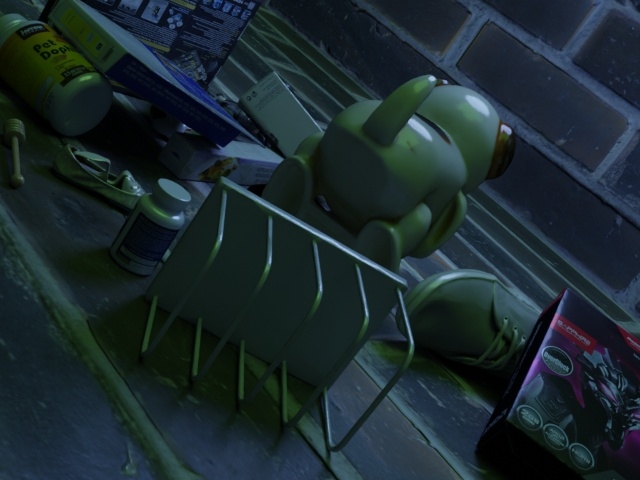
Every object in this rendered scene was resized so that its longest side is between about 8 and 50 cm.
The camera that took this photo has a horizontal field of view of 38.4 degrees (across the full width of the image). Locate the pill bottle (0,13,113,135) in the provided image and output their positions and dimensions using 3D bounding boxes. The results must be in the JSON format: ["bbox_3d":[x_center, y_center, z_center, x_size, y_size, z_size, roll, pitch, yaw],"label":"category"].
[{"bbox_3d":[-0.441,-0.272,1.475,0.215,0.117,0.117,41,19,20],"label":"pill bottle"}]

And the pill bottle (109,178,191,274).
[{"bbox_3d":[-0.221,-0.019,1.208,0.067,0.120,0.067,31,18,-12],"label":"pill bottle"}]

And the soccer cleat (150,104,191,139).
[{"bbox_3d":[-0.295,-0.256,1.787,0.076,0.068,0.196,23,24,-24],"label":"soccer cleat"}]

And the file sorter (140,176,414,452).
[{"bbox_3d":[-0.053,0.096,1.103,0.278,0.193,0.173,30,21,-16],"label":"file sorter"}]

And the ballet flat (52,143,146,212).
[{"bbox_3d":[-0.307,-0.087,1.343,0.168,0.052,0.057,26,19,-26],"label":"ballet flat"}]

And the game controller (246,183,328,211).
[{"bbox_3d":[0.000,0.000,1.645,0.319,0.067,0.166,44,20,29],"label":"game controller"}]

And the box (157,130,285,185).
[{"bbox_3d":[-0.172,-0.148,1.724,0.067,0.063,0.324,43,20,21],"label":"box"}]

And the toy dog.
[{"bbox_3d":[0.144,-0.143,1.566,0.284,0.395,0.408,31,38,27],"label":"toy dog"}]

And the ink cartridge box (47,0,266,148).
[{"bbox_3d":[-0.277,-0.269,1.572,0.307,0.072,0.303,47,10,37],"label":"ink cartridge box"}]

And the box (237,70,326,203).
[{"bbox_3d":[-0.048,-0.208,1.890,0.275,0.094,0.113,51,-4,-5],"label":"box"}]

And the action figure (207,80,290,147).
[{"bbox_3d":[-0.150,-0.274,2.044,0.185,0.099,0.285,47,35,15],"label":"action figure"}]

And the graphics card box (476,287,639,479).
[{"bbox_3d":[0.414,0.259,1.455,0.233,0.094,0.371,38,42,5],"label":"graphics card box"}]

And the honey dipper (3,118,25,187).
[{"bbox_3d":[-0.419,-0.120,1.266,0.030,0.030,0.160,23,23,-33],"label":"honey dipper"}]

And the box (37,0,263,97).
[{"bbox_3d":[-0.322,-0.432,1.775,0.097,0.318,0.395,45,21,31],"label":"box"}]

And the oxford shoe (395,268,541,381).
[{"bbox_3d":[0.302,0.166,1.610,0.449,0.169,0.130,24,21,-44],"label":"oxford shoe"}]
